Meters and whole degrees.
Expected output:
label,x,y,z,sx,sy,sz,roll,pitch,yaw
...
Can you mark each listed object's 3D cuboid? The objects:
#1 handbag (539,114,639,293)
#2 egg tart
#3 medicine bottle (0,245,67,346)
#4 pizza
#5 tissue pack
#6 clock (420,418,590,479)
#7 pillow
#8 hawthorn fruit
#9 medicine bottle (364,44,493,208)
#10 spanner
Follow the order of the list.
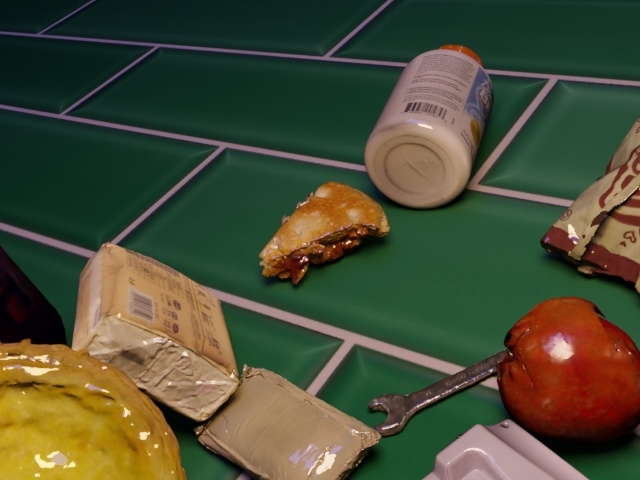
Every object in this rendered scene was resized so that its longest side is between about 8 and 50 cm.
label,x,y,z,sx,sy,sz,roll,pitch,yaw
handbag,0.409,-0.045,0.953,0.235,0.127,0.213,-50,46,-6
egg tart,-0.289,0.271,0.768,0.345,0.132,0.345,10,61,-19
medicine bottle,-0.498,0.062,0.985,0.242,0.395,0.242,-14,38,11
pizza,0.000,0.000,1.133,0.194,0.069,0.154,-35,40,-13
tissue pack,-0.198,0.101,0.960,0.090,0.186,0.222,-54,25,8
clock,0.144,0.280,0.699,0.253,0.083,0.186,-33,39,-20
pillow,-0.040,0.214,0.880,0.208,0.053,0.119,22,54,42
hawthorn fruit,0.263,0.136,0.800,0.172,0.148,0.148,19,45,8
medicine bottle,0.177,-0.191,1.232,0.157,0.157,0.288,2,40,24
spanner,0.170,0.153,0.909,0.254,0.015,0.054,-24,37,-9
